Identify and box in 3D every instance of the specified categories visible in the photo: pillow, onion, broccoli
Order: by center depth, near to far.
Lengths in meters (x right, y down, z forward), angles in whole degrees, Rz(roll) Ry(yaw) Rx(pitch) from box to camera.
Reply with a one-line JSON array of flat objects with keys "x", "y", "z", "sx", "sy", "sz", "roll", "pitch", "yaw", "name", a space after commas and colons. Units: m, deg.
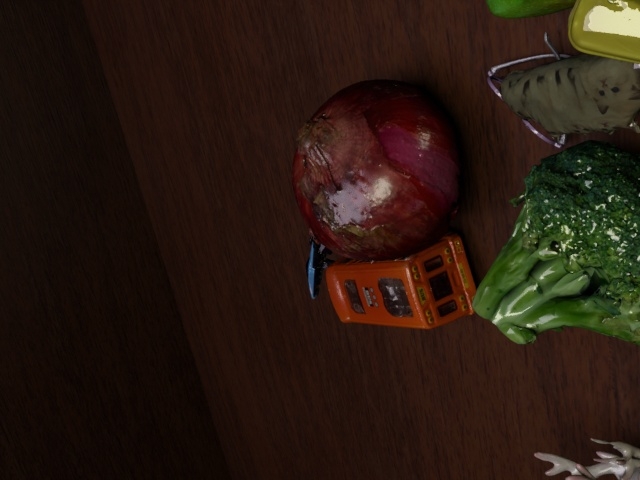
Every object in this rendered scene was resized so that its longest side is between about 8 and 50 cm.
[{"x": 0.271, "y": -0.149, "z": 0.701, "sx": 0.093, "sy": 0.051, "sz": 0.241, "roll": 61, "pitch": 167, "yaw": -13, "name": "pillow"}, {"x": 0.298, "y": 0.027, "z": 0.718, "sx": 0.245, "sy": 0.294, "sz": 0.265, "roll": -44, "pitch": 40, "yaw": 29, "name": "broccoli"}, {"x": 0.078, "y": -0.101, "z": 0.971, "sx": 0.276, "sy": 0.276, "sz": 0.276, "roll": 39, "pitch": 141, "yaw": 40, "name": "onion"}]

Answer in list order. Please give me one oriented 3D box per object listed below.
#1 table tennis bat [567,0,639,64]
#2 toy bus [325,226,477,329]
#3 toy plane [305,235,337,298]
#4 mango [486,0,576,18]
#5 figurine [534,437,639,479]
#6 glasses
[{"x": 0.378, "y": -0.128, "z": 0.521, "sx": 0.368, "sy": 0.054, "sz": 0.224, "roll": 26, "pitch": 118, "yaw": 15, "name": "table tennis bat"}, {"x": 0.119, "y": 0.074, "z": 1.148, "sx": 0.329, "sy": 0.153, "sz": 0.143, "roll": -6, "pitch": 104, "yaw": 62, "name": "toy bus"}, {"x": 0.008, "y": 0.002, "z": 1.272, "sx": 0.078, "sy": 0.169, "sz": 0.247, "roll": 5, "pitch": 108, "yaw": 16, "name": "toy plane"}, {"x": 0.256, "y": -0.330, "z": 0.546, "sx": 0.382, "sy": 0.201, "sz": 0.226, "roll": 128, "pitch": 157, "yaw": -58, "name": "mango"}, {"x": 0.398, "y": 0.376, "z": 0.801, "sx": 0.316, "sy": 0.284, "sz": 0.206, "roll": 63, "pitch": 152, "yaw": 29, "name": "figurine"}, {"x": 0.279, "y": -0.197, "z": 0.809, "sx": 0.140, "sy": 0.062, "sz": 0.104, "roll": 53, "pitch": 127, "yaw": 22, "name": "glasses"}]
